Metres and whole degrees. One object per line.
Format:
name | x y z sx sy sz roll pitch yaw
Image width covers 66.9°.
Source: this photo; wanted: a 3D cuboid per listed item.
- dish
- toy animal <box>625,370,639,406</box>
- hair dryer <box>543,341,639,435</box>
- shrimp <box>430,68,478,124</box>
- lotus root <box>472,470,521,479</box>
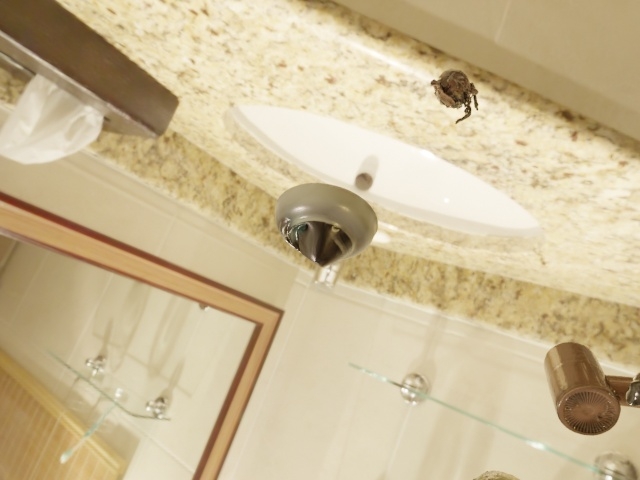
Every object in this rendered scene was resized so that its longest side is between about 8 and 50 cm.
dish | 0.000 0.000 0.633 0.141 0.078 0.141 10 145 7
toy animal | 0.344 0.118 0.364 0.245 0.114 0.146 -8 -156 -18
hair dryer | 0.357 0.171 0.549 0.182 0.063 0.117 3 -164 17
shrimp | 0.236 -0.256 0.845 0.075 0.073 0.190 -14 -153 4
lotus root | 0.202 0.303 0.511 0.077 0.090 0.183 5 -176 7
